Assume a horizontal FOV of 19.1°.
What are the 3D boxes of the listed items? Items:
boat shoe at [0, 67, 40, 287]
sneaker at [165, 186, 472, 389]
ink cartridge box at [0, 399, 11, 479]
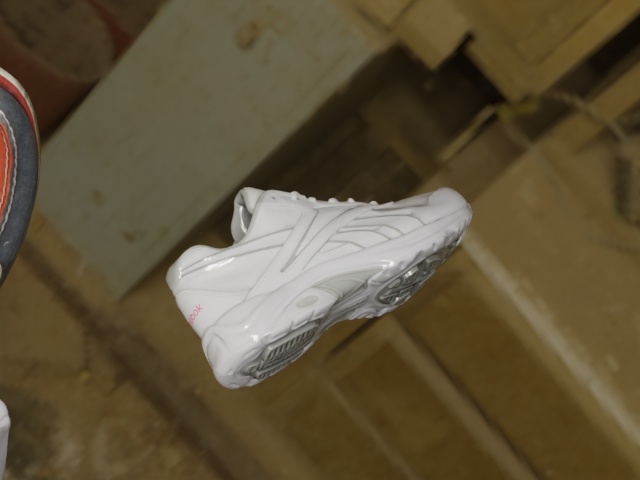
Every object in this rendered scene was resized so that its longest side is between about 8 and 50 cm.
[{"bbox_3d":[-0.115,0.015,0.517,0.049,0.137,0.043,27,24,-8],"label":"boat shoe"},{"bbox_3d":[0.000,0.000,1.250,0.232,0.090,0.115,-25,69,-36],"label":"sneaker"},{"bbox_3d":[-0.338,0.142,0.919,0.223,0.129,0.307,35,48,18],"label":"ink cartridge box"}]
